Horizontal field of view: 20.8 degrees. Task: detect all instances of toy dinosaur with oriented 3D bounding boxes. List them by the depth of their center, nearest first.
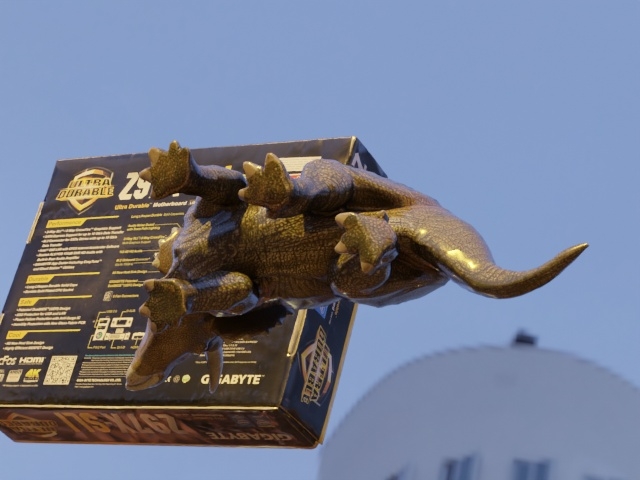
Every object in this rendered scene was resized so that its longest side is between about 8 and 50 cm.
[{"bbox_3d":[0.000,0.000,0.959,0.314,0.121,0.160,-16,-10,26],"label":"toy dinosaur"}]

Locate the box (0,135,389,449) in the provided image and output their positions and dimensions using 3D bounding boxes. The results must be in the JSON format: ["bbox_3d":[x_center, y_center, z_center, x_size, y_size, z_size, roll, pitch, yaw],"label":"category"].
[{"bbox_3d":[-0.121,0.045,1.479,0.322,0.257,0.079,-3,-35,30],"label":"box"}]
